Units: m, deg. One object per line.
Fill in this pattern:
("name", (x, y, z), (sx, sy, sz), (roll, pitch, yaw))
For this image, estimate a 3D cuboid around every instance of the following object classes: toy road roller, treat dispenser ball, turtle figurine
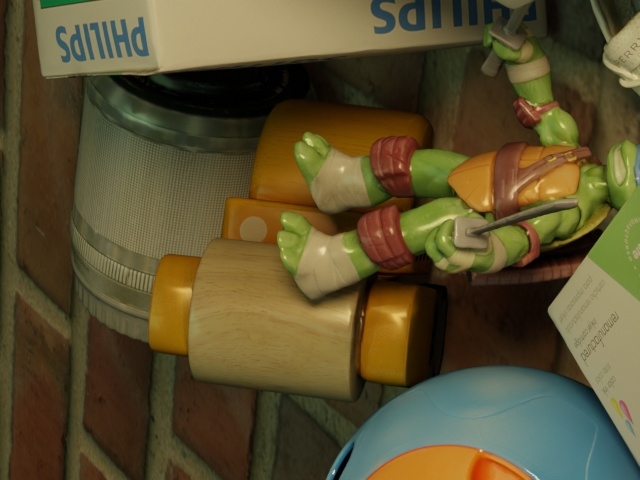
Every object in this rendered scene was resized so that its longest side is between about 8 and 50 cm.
("toy road roller", (0.000, 0.000, 1.502), (0.329, 0.202, 0.241), (5, -88, -79))
("treat dispenser ball", (0.136, 0.237, 1.353), (0.288, 0.288, 0.288), (23, 118, 54))
("turtle figurine", (0.091, -0.066, 1.266), (0.266, 0.274, 0.198), (-13, 76, 24))

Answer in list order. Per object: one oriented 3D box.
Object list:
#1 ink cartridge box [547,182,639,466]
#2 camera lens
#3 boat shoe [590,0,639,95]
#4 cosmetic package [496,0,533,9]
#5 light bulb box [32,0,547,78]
("ink cartridge box", (0.306, 0.132, 1.154), (0.353, 0.119, 0.207), (61, 157, 19))
("camera lens", (-0.128, -0.063, 1.755), (0.219, 0.219, 0.274), (45, 134, 43))
("boat shoe", (0.239, -0.136, 1.262), (0.098, 0.096, 0.277), (-48, 59, 49))
("cosmetic package", (0.168, -0.305, 0.986), (0.453, 0.230, 0.161), (-20, 50, 57))
("light bulb box", (-0.037, -0.319, 1.405), (0.225, 0.358, 0.361), (6, 103, 59))
